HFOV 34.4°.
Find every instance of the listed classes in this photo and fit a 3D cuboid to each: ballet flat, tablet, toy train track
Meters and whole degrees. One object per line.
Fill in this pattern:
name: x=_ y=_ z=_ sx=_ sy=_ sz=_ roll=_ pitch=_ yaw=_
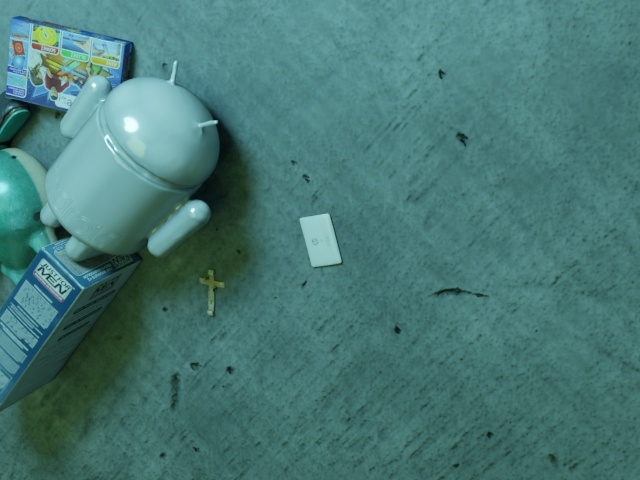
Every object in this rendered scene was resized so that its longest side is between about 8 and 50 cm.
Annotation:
ballet flat: x=-0.574 y=-0.184 z=1.804 sx=0.074 sy=0.074 sz=0.203 roll=45 pitch=119 yaw=4
tablet: x=0.000 y=0.000 z=1.647 sx=0.054 sy=0.006 sz=0.083 roll=-9 pitch=103 yaw=26
toy train track: x=-0.187 y=0.090 z=1.753 sx=0.048 sy=0.014 sz=0.083 roll=10 pitch=111 yaw=20

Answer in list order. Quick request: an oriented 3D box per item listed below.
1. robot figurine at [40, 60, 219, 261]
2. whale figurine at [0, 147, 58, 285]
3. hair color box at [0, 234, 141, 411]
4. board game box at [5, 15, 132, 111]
robot figurine: x=-0.295 y=-0.115 z=1.627 sx=0.300 sy=0.200 sz=0.353 roll=49 pitch=118 yaw=7
whale figurine: x=-0.542 y=-0.023 z=1.791 sx=0.216 sy=0.141 sz=0.272 roll=35 pitch=131 yaw=32
hair color box: x=-0.476 y=0.137 z=1.804 sx=0.105 sy=0.174 sz=0.347 roll=44 pitch=118 yaw=6
board game box: x=-0.415 y=-0.280 z=1.700 sx=0.201 sy=0.035 sz=0.136 roll=15 pitch=112 yaw=7
